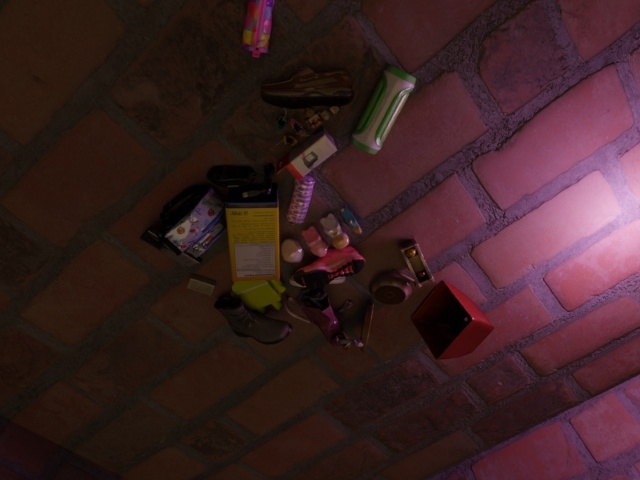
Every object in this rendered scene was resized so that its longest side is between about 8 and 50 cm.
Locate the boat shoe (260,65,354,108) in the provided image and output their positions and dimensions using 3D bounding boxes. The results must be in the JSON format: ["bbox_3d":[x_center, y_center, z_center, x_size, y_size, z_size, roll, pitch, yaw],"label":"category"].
[{"bbox_3d":[-0.046,-0.539,1.433,0.324,0.122,0.119,-2,88,-3],"label":"boat shoe"}]

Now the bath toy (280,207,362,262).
[{"bbox_3d":[0.000,0.000,1.728,0.348,0.151,0.129,-27,161,9],"label":"bath toy"}]

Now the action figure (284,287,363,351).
[{"bbox_3d":[0.031,0.393,1.875,0.276,0.248,0.370,-24,115,10],"label":"action figure"}]

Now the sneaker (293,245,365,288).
[{"bbox_3d":[0.027,0.108,1.764,0.314,0.136,0.115,-15,134,-11],"label":"sneaker"}]

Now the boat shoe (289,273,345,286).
[{"bbox_3d":[-0.014,0.147,1.831,0.258,0.095,0.084,-6,116,-13],"label":"boat shoe"}]

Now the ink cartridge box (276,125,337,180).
[{"bbox_3d":[-0.057,-0.315,1.534,0.231,0.134,0.078,-36,116,16],"label":"ink cartridge box"}]

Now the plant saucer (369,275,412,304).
[{"bbox_3d":[0.323,0.242,1.894,0.199,0.036,0.198,7,135,7],"label":"plant saucer"}]

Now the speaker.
[{"bbox_3d":[0.223,-0.469,1.473,0.131,0.131,0.296,21,116,-15],"label":"speaker"}]

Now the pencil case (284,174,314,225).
[{"bbox_3d":[-0.085,-0.167,1.649,0.088,0.086,0.206,22,116,11],"label":"pencil case"}]

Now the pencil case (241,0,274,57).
[{"bbox_3d":[-0.196,-0.723,1.316,0.105,0.104,0.236,8,118,-9],"label":"pencil case"}]

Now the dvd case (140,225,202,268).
[{"bbox_3d":[-0.619,0.034,1.687,0.239,0.029,0.179,37,152,-22],"label":"dvd case"}]

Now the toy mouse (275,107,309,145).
[{"bbox_3d":[-0.110,-0.422,1.500,0.161,0.031,0.143,11,128,33],"label":"toy mouse"}]

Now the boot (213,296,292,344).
[{"bbox_3d":[-0.311,0.351,1.825,0.338,0.118,0.222,-4,132,27],"label":"boot"}]

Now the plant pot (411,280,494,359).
[{"bbox_3d":[0.642,0.391,1.928,0.236,0.267,0.267,18,117,-29],"label":"plant pot"}]

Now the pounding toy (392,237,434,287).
[{"bbox_3d":[0.399,0.133,1.808,0.155,0.154,0.269,-25,118,9],"label":"pounding toy"}]

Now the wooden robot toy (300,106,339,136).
[{"bbox_3d":[-0.021,-0.458,1.497,0.173,0.076,0.079,-32,106,13],"label":"wooden robot toy"}]

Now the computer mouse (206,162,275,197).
[{"bbox_3d":[-0.302,-0.214,1.554,0.262,0.184,0.060,-4,137,-3],"label":"computer mouse"}]

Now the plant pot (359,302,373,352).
[{"bbox_3d":[0.212,0.406,1.909,0.033,0.236,0.236,11,119,6],"label":"plant pot"}]

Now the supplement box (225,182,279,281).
[{"bbox_3d":[-0.264,-0.032,1.642,0.194,0.195,0.356,-1,119,-5],"label":"supplement box"}]

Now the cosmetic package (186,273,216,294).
[{"bbox_3d":[-0.536,0.199,1.840,0.115,0.041,0.060,22,116,-15],"label":"cosmetic package"}]

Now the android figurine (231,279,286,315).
[{"bbox_3d":[-0.290,0.226,1.852,0.248,0.056,0.272,-23,121,17],"label":"android figurine"}]

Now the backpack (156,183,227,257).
[{"bbox_3d":[-0.477,-0.081,1.572,0.213,0.276,0.263,39,97,-29],"label":"backpack"}]
